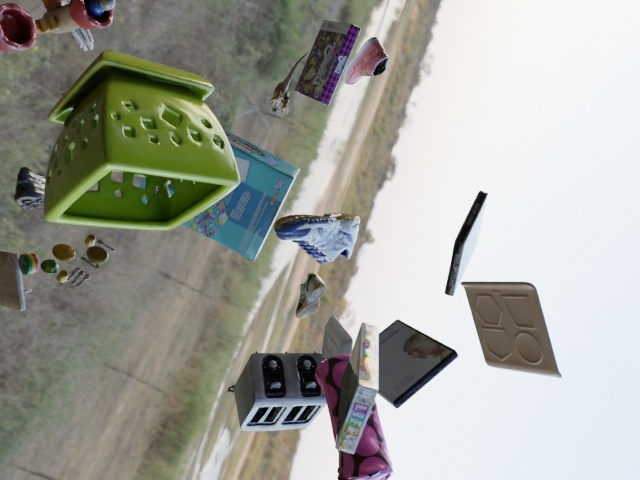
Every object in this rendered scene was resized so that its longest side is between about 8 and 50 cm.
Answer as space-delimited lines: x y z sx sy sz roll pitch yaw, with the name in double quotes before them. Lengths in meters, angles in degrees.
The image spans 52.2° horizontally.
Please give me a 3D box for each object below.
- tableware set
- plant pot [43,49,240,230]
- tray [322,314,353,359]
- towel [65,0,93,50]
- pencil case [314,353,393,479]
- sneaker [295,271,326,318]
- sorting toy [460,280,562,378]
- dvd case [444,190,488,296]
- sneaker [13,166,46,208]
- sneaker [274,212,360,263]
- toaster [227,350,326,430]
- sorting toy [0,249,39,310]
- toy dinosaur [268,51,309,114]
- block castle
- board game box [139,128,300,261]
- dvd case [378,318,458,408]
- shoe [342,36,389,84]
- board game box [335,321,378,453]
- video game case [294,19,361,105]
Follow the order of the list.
"tableware set" -0.528 0.039 1.417 0.024 0.104 0.154 -51 -173 37
"plant pot" -0.289 -0.152 1.020 0.227 0.228 0.207 -25 -110 42
"tray" 0.043 0.317 1.909 0.270 0.030 0.145 -143 -120 -76
"towel" -0.653 -0.623 1.625 0.049 0.187 0.282 -30 152 -16
"pencil case" 0.047 0.285 1.038 0.095 0.098 0.209 121 -37 -46
"sneaker" -0.018 0.082 0.984 0.031 0.037 0.083 -3 137 -39
"sorting toy" 0.384 0.172 1.315 0.038 0.208 0.193 -26 -170 -28
"dvd case" 0.379 0.005 1.694 0.239 0.029 0.179 -53 153 -44
"sneaker" -0.783 -0.133 1.908 0.267 0.101 0.106 42 32 -71
"sneaker" 0.000 0.000 1.656 0.296 0.111 0.131 -2 101 -48
"toaster" -0.089 0.319 1.373 0.186 0.168 0.110 120 -33 -46
"sorting toy" -0.718 0.085 1.516 0.046 0.274 0.132 -13 104 -50
"toy dinosaur" -0.104 -0.419 1.805 0.211 0.064 0.112 130 -29 -49
"block castle" -0.602 -0.599 1.230 0.303 0.212 0.454 -45 125 -51
"board game box" -0.256 -0.138 1.610 0.254 0.336 0.079 -61 -178 25
"dvd case" 0.175 0.271 1.484 0.180 0.022 0.253 -37 -159 -14
"shoe" 0.131 -0.496 1.891 0.063 0.081 0.178 -12 155 -38
"board game box" 0.051 0.193 0.875 0.154 0.026 0.104 -77 -177 -67
"video game case" 0.016 -0.522 1.904 0.232 0.041 0.210 -66 -152 12
